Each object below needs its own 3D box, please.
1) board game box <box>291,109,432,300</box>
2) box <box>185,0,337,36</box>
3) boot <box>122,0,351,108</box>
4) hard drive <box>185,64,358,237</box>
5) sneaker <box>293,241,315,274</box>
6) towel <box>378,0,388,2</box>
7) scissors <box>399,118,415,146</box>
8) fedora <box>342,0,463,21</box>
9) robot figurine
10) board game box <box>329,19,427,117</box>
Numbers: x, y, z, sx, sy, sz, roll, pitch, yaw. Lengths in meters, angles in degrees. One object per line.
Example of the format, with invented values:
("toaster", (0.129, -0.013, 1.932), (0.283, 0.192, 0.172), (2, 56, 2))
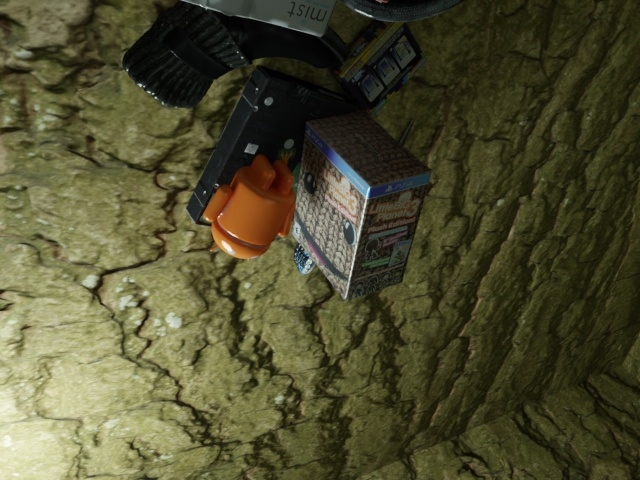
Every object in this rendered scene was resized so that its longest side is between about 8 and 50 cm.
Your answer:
("board game box", (0.070, -0.071, 1.433), (0.141, 0.232, 0.290), (-16, 136, -27))
("box", (-0.083, -0.358, 0.727), (0.262, 0.126, 0.231), (1, 125, -36))
("boot", (-0.135, -0.319, 1.214), (0.348, 0.131, 0.260), (20, 119, -45))
("hard drive", (-0.100, -0.167, 1.445), (0.237, 0.064, 0.338), (8, 121, -40))
("sneaker", (0.000, 0.000, 1.670), (0.083, 0.071, 0.190), (-5, 130, -40))
("towel", (-0.074, -0.418, 1.024), (0.237, 0.329, 0.037), (1, 119, -36))
("scissors", (0.158, -0.151, 1.684), (0.109, 0.021, 0.297), (20, 113, -42))
("fedora", (0.160, -0.502, 1.216), (0.334, 0.334, 0.152), (-40, 170, 2))
("robot figurine", (-0.129, -0.055, 1.380), (0.219, 0.128, 0.158), (-59, 167, 24))
("board game box", (0.117, -0.353, 1.431), (0.170, 0.048, 0.141), (-46, 138, 0))
